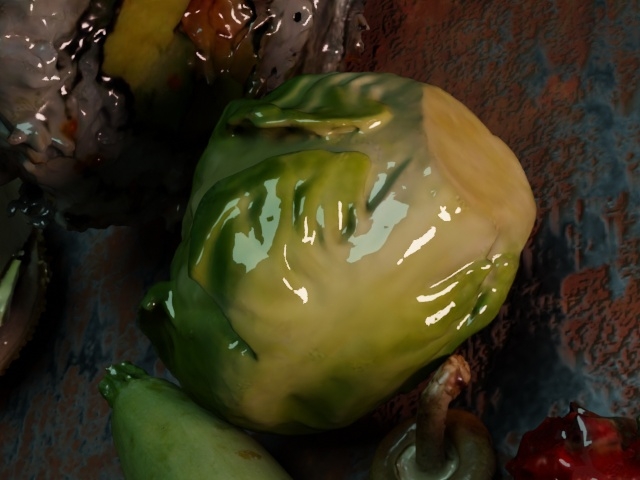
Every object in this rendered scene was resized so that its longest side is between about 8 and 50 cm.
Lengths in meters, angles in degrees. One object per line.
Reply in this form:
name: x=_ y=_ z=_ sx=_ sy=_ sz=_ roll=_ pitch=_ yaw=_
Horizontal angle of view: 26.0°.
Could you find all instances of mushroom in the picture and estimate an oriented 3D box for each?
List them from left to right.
mushroom: x=0.088 y=0.141 z=0.961 sx=0.088 sy=0.073 sz=0.129 roll=52 pitch=125 yaw=53

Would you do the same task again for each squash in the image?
squash: x=-0.063 y=0.207 z=0.992 sx=0.118 sy=0.118 sz=0.370 roll=-45 pitch=43 yaw=-3

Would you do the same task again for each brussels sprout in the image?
brussels sprout: x=0.001 y=0.002 z=1.007 sx=0.294 sy=0.227 sz=0.259 roll=-31 pitch=35 yaw=25

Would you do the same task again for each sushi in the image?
sushi: x=-0.141 y=-0.181 z=1.123 sx=0.176 sy=0.417 sz=0.417 roll=29 pitch=77 yaw=35

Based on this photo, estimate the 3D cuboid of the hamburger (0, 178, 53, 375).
hamburger: x=-0.388 y=0.037 z=1.277 sx=0.302 sy=0.170 sz=0.302 roll=-18 pitch=47 yaw=20

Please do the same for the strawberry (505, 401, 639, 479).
strawberry: x=0.204 y=0.187 z=0.798 sx=0.184 sy=0.187 sz=0.201 roll=-30 pitch=54 yaw=59
